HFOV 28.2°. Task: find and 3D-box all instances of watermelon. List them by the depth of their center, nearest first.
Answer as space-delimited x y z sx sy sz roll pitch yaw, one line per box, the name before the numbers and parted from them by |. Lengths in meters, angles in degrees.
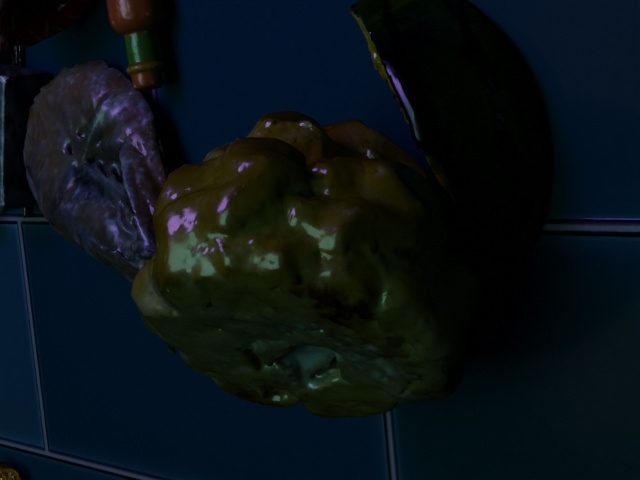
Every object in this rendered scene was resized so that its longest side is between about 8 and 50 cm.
watermelon | 0.117 -0.116 1.143 0.129 0.123 0.301 112 135 -72

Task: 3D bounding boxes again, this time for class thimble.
thimble | -0.343 -0.328 1.492 0.125 0.163 0.189 57 143 16

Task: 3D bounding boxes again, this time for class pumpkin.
pumpkin | -0.455 0.347 1.853 0.083 0.028 0.050 11 105 35

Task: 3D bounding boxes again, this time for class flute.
flute | -0.398 -0.162 1.697 0.014 0.014 0.270 11 107 44

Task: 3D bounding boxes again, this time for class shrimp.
shrimp | -0.221 -0.062 1.485 0.445 0.110 0.221 38 115 39

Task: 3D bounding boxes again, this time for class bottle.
bottle | -0.210 -0.264 1.443 0.069 0.069 0.187 -7 92 46

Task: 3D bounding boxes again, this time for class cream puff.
cream puff | 0.000 -0.001 1.134 0.291 0.324 0.257 -13 51 32

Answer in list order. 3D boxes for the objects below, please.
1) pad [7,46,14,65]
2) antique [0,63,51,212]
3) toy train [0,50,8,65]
pad | -0.516 -0.266 1.801 0.299 0.005 0.202 5 103 45
antique | -0.411 -0.131 1.651 0.088 0.086 0.183 14 108 30
toy train | -0.538 -0.157 1.748 0.237 0.150 0.369 15 111 36
